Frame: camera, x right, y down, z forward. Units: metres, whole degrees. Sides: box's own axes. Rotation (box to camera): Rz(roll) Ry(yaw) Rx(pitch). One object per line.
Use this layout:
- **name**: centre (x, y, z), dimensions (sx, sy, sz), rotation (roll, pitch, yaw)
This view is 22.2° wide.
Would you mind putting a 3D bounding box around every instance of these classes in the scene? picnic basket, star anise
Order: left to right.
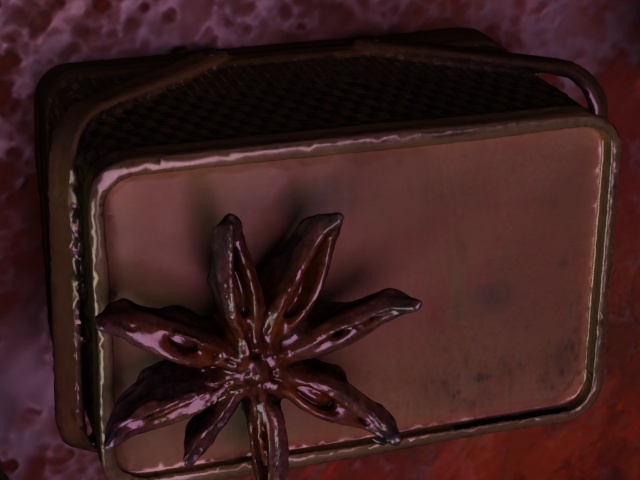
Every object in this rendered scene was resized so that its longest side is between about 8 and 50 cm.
- **star anise**: centre (-0.025, 0.045, 0.669), dimensions (0.141, 0.042, 0.141), rotation (-6, 113, -14)
- **picnic basket**: centre (0.000, 0.000, 0.763), dimensions (0.267, 0.139, 0.165), rotation (-7, 114, -16)

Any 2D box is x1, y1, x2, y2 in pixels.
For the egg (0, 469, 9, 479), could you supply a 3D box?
- **egg**: centre (-0.263, 0.139, 0.666), dimensions (0.310, 0.279, 0.279), rotation (28, 100, -23)
